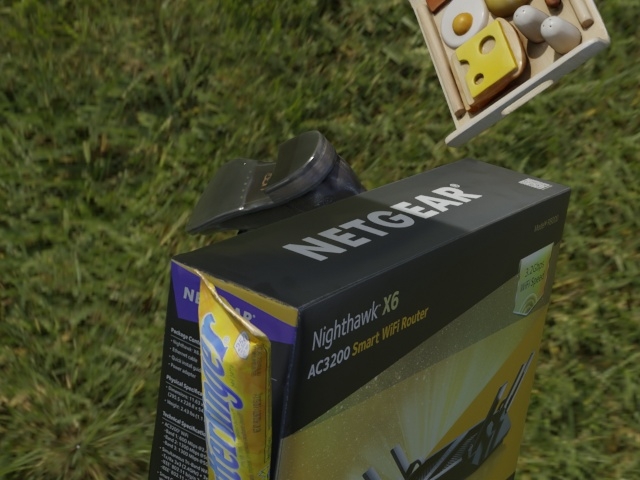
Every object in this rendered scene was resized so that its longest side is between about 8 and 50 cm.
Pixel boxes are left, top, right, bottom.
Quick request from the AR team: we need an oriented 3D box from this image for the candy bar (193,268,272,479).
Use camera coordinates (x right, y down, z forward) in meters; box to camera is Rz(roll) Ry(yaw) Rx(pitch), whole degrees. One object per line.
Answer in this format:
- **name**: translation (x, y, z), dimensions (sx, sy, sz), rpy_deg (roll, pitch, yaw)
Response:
- **candy bar**: translation (-0.035, 0.074, 0.519), dimensions (0.018, 0.161, 0.040), rpy_deg (-34, 59, -29)

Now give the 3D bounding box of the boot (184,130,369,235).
- **boot**: translation (0.000, 0.000, 1.368), dimensions (0.229, 0.263, 0.091), rpy_deg (40, 55, -27)

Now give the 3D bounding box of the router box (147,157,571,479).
- **router box**: translation (0.029, 0.099, 0.730), dimensions (0.081, 0.309, 0.242), rpy_deg (19, 113, 30)

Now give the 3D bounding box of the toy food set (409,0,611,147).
- **toy food set**: translation (0.199, -0.284, 1.524), dimensions (0.092, 0.220, 0.306), rpy_deg (25, 40, -43)
